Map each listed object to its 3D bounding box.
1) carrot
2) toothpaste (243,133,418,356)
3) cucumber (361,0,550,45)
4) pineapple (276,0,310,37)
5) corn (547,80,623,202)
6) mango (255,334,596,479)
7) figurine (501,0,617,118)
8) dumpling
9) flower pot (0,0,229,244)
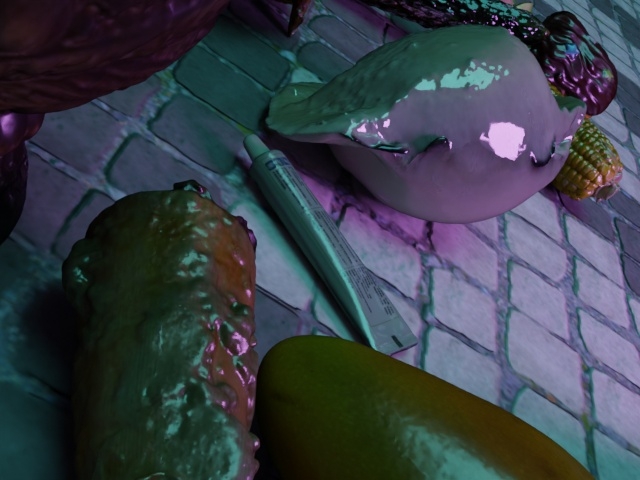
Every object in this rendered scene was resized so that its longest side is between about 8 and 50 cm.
[{"bbox_3d":[-0.070,0.097,0.421,0.102,0.102,0.263,21,42,-28],"label":"carrot"},{"bbox_3d":[0.000,0.000,0.664,0.048,0.029,0.197,-13,62,-50],"label":"toothpaste"},{"bbox_3d":[0.131,-0.276,1.074,0.293,0.067,0.067,19,35,-11],"label":"cucumber"},{"bbox_3d":[-0.035,-0.324,0.815,0.161,0.158,0.334,28,-16,44],"label":"pineapple"},{"bbox_3d":[0.248,-0.132,1.049,0.080,0.080,0.238,-4,49,-49],"label":"corn"},{"bbox_3d":[0.068,0.139,0.483,0.253,0.113,0.138,40,34,14],"label":"mango"},{"bbox_3d":[0.270,-0.246,1.179,0.240,0.116,0.175,40,31,1],"label":"figurine"},{"bbox_3d":[0.080,-0.114,0.791,0.243,0.175,0.227,31,0,-39],"label":"dumpling"},{"bbox_3d":[-0.177,-0.134,0.415,0.266,0.267,0.267,28,34,-21],"label":"flower pot"}]
